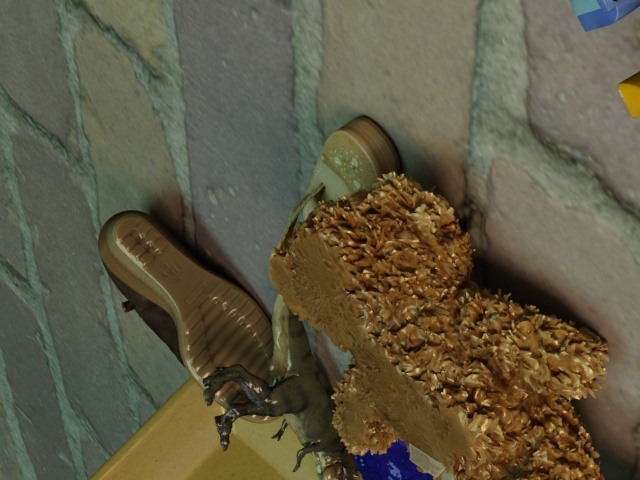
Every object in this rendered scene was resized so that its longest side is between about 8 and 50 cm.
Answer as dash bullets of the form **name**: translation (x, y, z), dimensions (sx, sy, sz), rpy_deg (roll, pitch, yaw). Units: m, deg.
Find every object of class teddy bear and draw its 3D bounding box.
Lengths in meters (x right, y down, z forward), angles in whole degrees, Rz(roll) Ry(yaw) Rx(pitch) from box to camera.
- **teddy bear**: translation (0.107, 0.109, 1.256), dimensions (0.338, 0.113, 0.245), rpy_deg (47, 145, 19)

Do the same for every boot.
- **boot**: translation (-0.122, 0.077, 1.720), dimensions (0.248, 0.090, 0.207), rpy_deg (51, 169, 3)

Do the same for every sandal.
- **sandal**: translation (-0.004, -0.005, 1.371), dimensions (0.088, 0.079, 0.240), rpy_deg (49, 154, 18)

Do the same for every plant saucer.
- **plant saucer**: translation (-0.102, 0.322, 1.681), dimensions (0.333, 0.333, 0.081), rpy_deg (37, 167, 38)

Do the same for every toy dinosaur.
- **toy dinosaur**: translation (-0.040, 0.136, 1.567), dimensions (0.064, 0.118, 0.268), rpy_deg (-104, 0, -54)

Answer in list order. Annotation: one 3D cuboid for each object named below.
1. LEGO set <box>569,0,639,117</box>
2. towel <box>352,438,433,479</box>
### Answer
- **LEGO set**: translation (0.194, -0.103, 0.883), dimensions (0.227, 0.087, 0.093), rpy_deg (61, 156, -10)
- **towel**: translation (0.126, 0.268, 1.459), dimensions (0.228, 0.076, 0.308), rpy_deg (16, 133, 56)
